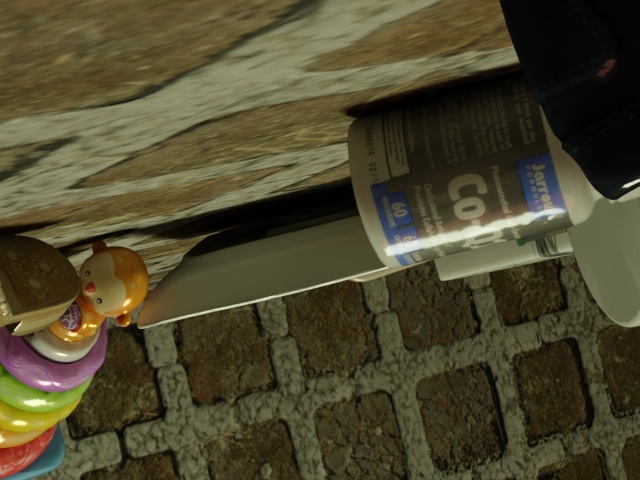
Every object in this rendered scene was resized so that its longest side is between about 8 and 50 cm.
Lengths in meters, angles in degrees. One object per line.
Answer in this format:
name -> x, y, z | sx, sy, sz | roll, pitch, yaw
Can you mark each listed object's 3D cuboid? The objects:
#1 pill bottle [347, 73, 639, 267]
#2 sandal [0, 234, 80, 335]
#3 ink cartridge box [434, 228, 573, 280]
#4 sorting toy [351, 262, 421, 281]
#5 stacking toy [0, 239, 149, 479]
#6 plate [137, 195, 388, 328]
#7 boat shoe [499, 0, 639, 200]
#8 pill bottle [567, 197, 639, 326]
pill bottle -> 0.088, -0.038, 0.784 | 0.137, 0.078, 0.078 | -14, 178, 13
sandal -> -0.201, 0.020, 0.888 | 0.079, 0.088, 0.240 | -50, 168, 25
ink cartridge box -> 0.197, -0.044, 1.106 | 0.219, 0.093, 0.160 | -16, 176, 39
sorting toy -> 0.093, -0.013, 1.514 | 0.208, 0.038, 0.193 | -13, -169, -11
stacking toy -> -0.227, 0.080, 1.271 | 0.165, 0.175, 0.302 | -9, 164, -44
plate -> 0.000, 0.000, 1.318 | 0.278, 0.045, 0.277 | -14, -175, 6
boat shoe -> 0.166, -0.069, 0.334 | 0.258, 0.089, 0.109 | -14, 178, 12
pill bottle -> 0.279, -0.041, 0.906 | 0.264, 0.153, 0.153 | -13, 178, -9
